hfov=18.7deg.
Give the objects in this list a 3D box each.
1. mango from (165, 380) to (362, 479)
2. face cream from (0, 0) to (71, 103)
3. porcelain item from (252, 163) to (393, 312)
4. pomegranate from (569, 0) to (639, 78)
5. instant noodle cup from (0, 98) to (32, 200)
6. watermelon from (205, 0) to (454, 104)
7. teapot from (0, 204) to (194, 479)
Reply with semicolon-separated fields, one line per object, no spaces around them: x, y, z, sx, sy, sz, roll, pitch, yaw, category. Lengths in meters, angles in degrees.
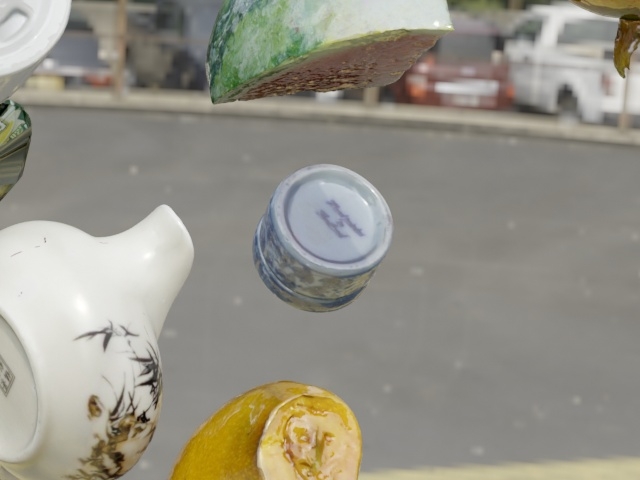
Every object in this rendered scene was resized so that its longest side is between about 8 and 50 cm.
-0.059;0.235;1.504;0.144;0.359;0.187;7;37;-21;mango
-0.310;-0.175;1.646;0.145;0.145;0.370;0;-6;-17;face cream
0.000;0.000;2.212;0.147;0.147;0.114;-1;-28;-19;porcelain item
0.267;-0.258;1.549;0.221;0.256;0.221;-2;16;0;pomegranate
-0.469;-0.124;2.209;0.178;0.240;0.240;46;31;20;instant noodle cup
0.018;-0.212;1.709;0.176;0.256;0.260;34;-23;-4;watermelon
-0.203;0.096;1.503;0.208;0.299;0.166;44;54;14;teapot
